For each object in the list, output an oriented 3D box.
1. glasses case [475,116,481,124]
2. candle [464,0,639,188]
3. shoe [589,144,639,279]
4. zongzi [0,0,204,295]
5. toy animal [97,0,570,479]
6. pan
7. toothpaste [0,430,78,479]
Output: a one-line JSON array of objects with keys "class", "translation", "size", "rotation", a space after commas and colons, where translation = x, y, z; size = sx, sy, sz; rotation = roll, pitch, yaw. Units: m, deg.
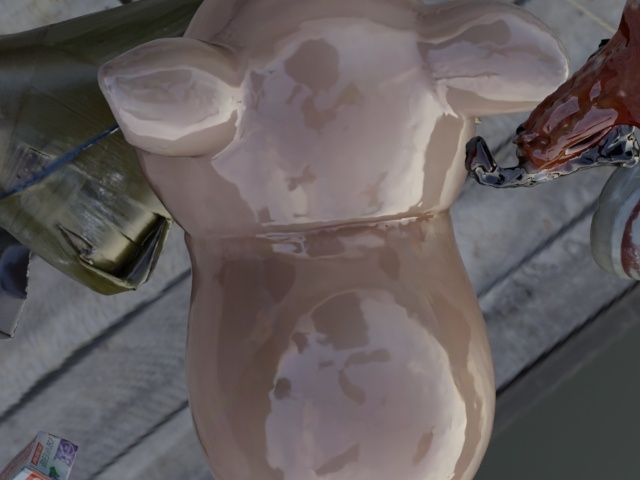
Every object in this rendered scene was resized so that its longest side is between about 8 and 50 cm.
[{"class": "glasses case", "translation": [0.032, -0.080, 0.841], "size": [0.170, 0.065, 0.041], "rotation": [-25, 150, 37]}, {"class": "candle", "translation": [0.172, -0.085, 0.323], "size": [0.301, 0.084, 0.059], "rotation": [-30, 142, 21]}, {"class": "shoe", "translation": [0.272, -0.033, 0.688], "size": [0.227, 0.125, 0.099], "rotation": [-35, 132, -3]}, {"class": "zongzi", "translation": [-0.175, -0.135, 0.817], "size": [0.289, 0.123, 0.260], "rotation": [43, 80, -28]}, {"class": "toy animal", "translation": [0.000, 0.000, 0.673], "size": [0.237, 0.326, 0.269], "rotation": [-5, 147, -12]}, {"class": "pan", "translation": [-0.343, 0.012, 1.259], "size": [0.048, 0.202, 0.128], "rotation": [13, 122, -27]}, {"class": "toothpaste", "translation": [-0.268, 0.223, 0.964], "size": [0.040, 0.047, 0.196], "rotation": [37, 120, -20]}]
